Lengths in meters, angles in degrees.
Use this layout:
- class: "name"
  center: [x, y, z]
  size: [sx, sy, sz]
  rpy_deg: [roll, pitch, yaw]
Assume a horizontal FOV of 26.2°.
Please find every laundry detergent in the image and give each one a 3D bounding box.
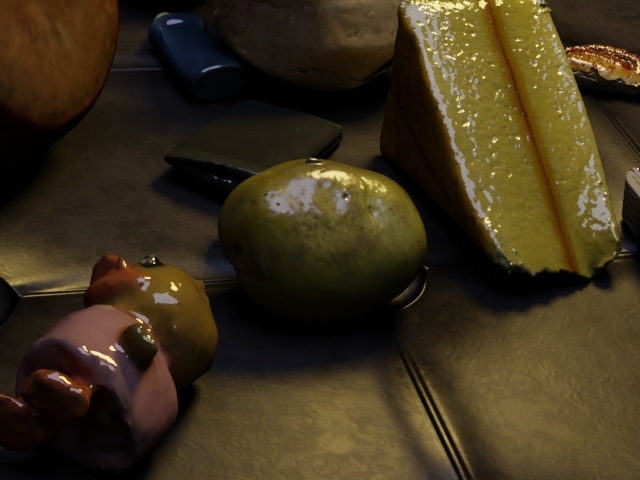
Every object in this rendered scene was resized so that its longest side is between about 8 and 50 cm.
- class: "laundry detergent"
  center: [-0.192, -0.280, 2.024]
  size: [0.097, 0.061, 0.206]
  rpy_deg: [-20, 44, -23]

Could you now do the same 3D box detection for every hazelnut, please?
- class: "hazelnut"
  center: [-0.453, -0.266, 1.718]
  size: [0.359, 0.359, 0.409]
  rpy_deg: [18, 29, 11]

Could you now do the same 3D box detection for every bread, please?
- class: "bread"
  center: [0.259, -0.133, 1.786]
  size: [0.233, 0.244, 0.361]
  rpy_deg: [-7, 36, -23]

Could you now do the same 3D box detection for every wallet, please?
- class: "wallet"
  center: [-0.083, -0.126, 1.855]
  size: [0.169, 0.052, 0.245]
  rpy_deg: [19, 31, 18]

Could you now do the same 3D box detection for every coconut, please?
- class: "coconut"
  center: [0.008, -0.393, 2.012]
  size: [0.353, 0.352, 0.352]
  rpy_deg: [6, 36, -5]

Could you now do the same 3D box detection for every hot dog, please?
- class: "hot dog"
  center: [0.437, -0.272, 2.164]
  size: [0.192, 0.053, 0.099]
  rpy_deg: [11, 40, 5]

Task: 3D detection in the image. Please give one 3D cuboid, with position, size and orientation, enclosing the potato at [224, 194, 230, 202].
- class: "potato"
  center: [-0.056, -0.029, 1.703]
  size: [0.138, 0.070, 0.091]
  rpy_deg: [5, 53, -22]

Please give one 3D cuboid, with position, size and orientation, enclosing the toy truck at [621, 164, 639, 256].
- class: "toy truck"
  center: [0.480, -0.006, 1.771]
  size: [0.124, 0.114, 0.253]
  rpy_deg: [-14, 41, -12]

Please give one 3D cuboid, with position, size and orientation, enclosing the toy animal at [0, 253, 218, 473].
- class: "toy animal"
  center: [-0.198, 0.117, 1.409]
  size: [0.169, 0.195, 0.281]
  rpy_deg: [48, 40, -15]

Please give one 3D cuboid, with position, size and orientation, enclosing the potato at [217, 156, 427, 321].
- class: "potato"
  center: [0.001, -0.002, 1.603]
  size: [0.228, 0.197, 0.148]
  rpy_deg: [-23, 12, -22]
